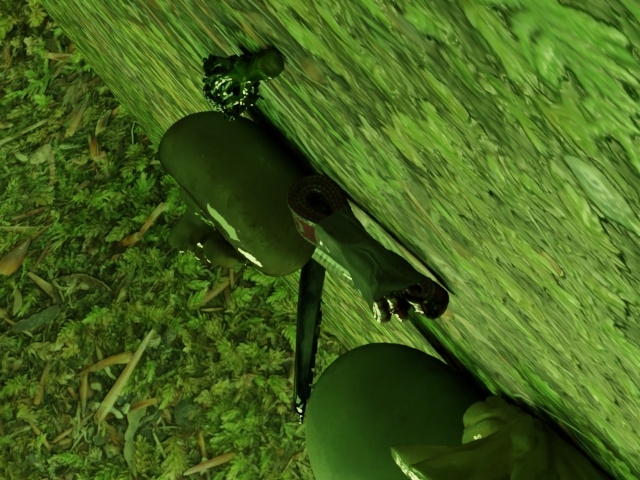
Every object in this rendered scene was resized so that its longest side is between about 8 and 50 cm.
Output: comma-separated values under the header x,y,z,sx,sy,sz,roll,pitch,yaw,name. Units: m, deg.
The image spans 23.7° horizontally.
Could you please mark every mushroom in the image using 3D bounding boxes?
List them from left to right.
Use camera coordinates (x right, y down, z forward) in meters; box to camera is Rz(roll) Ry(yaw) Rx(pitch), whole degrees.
x,y,z,sx,sy,sz,roll,pitch,yaw,name
-0.103,-0.046,1.794,0.226,0.178,0.226,47,-175,-6,mushroom

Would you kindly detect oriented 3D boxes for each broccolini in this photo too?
x,y,z,sx,sy,sz,roll,pitch,yaw,name
-0.071,-0.145,1.394,0.067,0.058,0.216,51,174,-12,broccolini

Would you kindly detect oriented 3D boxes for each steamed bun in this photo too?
x,y,z,sx,sy,sz,roll,pitch,yaw,name
0.226,0.298,1.697,0.247,0.189,0.428,59,170,-33,steamed bun

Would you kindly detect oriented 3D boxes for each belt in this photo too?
x,y,z,sx,sy,sz,roll,pitch,yaw,name
0.042,0.013,1.609,0.232,0.071,0.053,44,167,38,belt

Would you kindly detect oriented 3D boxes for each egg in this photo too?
x,y,z,sx,sy,sz,roll,pitch,yaw,name
0.124,0.293,2.065,0.352,0.258,0.258,43,174,32,egg

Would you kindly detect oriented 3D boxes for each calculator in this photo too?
x,y,z,sx,sy,sz,roll,pitch,yaw,name
-0.014,0.128,2.179,0.040,0.268,0.177,4,172,1,calculator

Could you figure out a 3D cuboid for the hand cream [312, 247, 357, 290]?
x,y,z,sx,sy,sz,roll,pitch,yaw,name
0.000,0.000,2.032,0.276,0.059,0.095,42,174,6,hand cream
